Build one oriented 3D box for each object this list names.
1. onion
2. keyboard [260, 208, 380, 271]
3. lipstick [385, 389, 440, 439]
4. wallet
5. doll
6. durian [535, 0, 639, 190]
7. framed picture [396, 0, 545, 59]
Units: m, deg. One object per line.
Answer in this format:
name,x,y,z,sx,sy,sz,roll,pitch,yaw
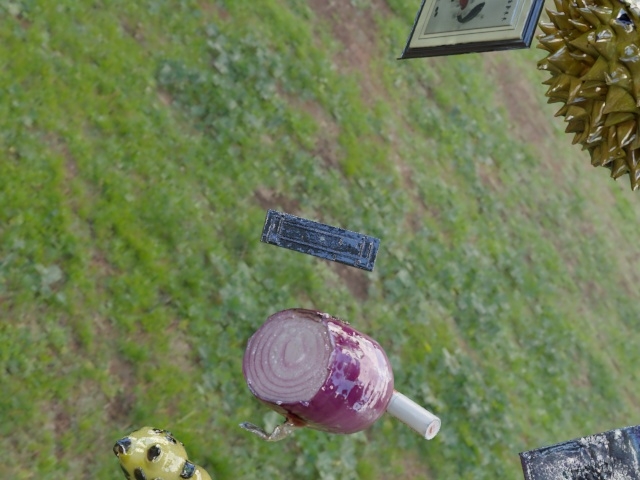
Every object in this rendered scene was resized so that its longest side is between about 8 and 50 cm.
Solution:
onion,0.007,0.190,1.413,0.200,0.207,0.201,28,47,-35
keyboard,0.000,0.000,1.759,0.204,0.013,0.061,15,77,-7
lipstick,0.129,0.266,1.607,0.130,0.038,0.038,29,11,38
wallet,0.345,0.306,1.294,0.030,0.165,0.111,32,44,-69
doll,-0.200,0.326,1.375,0.086,0.117,0.291,-63,156,-24
durian,0.255,-0.108,0.787,0.249,0.138,0.183,28,42,-41
framed picture,0.209,-0.318,1.306,0.010,0.199,0.195,40,63,-43
